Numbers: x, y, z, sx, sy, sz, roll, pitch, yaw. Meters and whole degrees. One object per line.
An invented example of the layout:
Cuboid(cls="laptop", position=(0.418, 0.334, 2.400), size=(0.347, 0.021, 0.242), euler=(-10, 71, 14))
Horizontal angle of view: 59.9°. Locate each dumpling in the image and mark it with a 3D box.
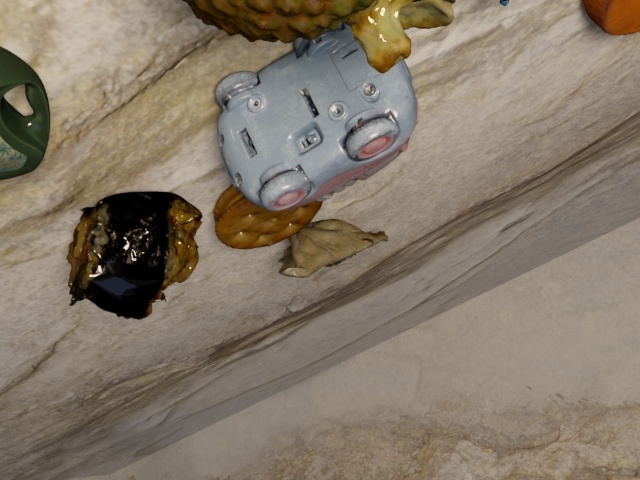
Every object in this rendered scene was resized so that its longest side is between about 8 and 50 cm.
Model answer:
Cuboid(cls="dumpling", position=(0.003, -0.003, 1.232), size=(0.332, 0.166, 0.086), euler=(-18, 117, -48))

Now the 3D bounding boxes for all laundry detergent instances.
Cuboid(cls="laundry detergent", position=(-0.382, -0.162, 0.623), size=(0.144, 0.078, 0.222), euler=(-8, 149, -32))

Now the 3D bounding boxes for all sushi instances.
Cuboid(cls="sushi", position=(-0.306, 0.023, 0.932), size=(0.204, 0.213, 0.200), euler=(17, 159, -34))

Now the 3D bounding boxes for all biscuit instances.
Cuboid(cls="biscuit", position=(-0.098, -0.057, 1.066), size=(0.220, 0.066, 0.220), euler=(-18, 155, -9))

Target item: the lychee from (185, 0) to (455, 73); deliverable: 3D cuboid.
Cuboid(cls="lychee", position=(-0.026, -0.286, 0.445), size=(0.270, 0.270, 0.320), euler=(-23, 151, 1))

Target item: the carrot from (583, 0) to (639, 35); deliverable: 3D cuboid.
Cuboid(cls="carrot", position=(0.533, -0.428, 0.818), size=(0.258, 0.100, 0.307), euler=(-11, 154, -17))

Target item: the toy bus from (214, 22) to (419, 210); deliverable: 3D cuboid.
Cuboid(cls="toy bus", position=(0.006, -0.162, 0.820), size=(0.294, 0.197, 0.232), euler=(-30, 164, 14))

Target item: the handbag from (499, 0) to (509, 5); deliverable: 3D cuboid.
Cuboid(cls="handbag", position=(0.218, -0.395, 0.609), size=(0.162, 0.113, 0.260), euler=(-34, 152, 8))
